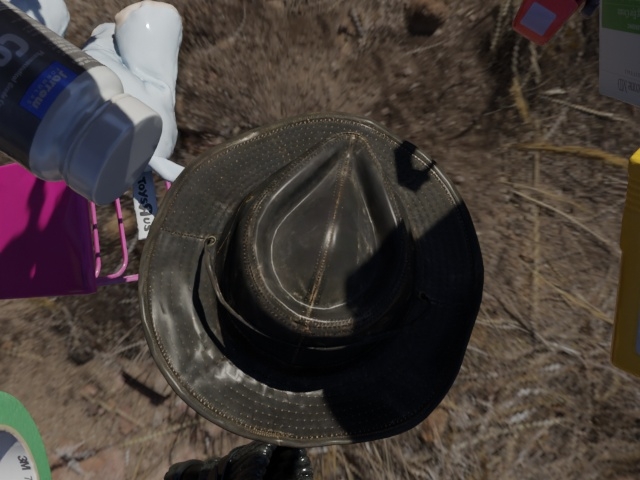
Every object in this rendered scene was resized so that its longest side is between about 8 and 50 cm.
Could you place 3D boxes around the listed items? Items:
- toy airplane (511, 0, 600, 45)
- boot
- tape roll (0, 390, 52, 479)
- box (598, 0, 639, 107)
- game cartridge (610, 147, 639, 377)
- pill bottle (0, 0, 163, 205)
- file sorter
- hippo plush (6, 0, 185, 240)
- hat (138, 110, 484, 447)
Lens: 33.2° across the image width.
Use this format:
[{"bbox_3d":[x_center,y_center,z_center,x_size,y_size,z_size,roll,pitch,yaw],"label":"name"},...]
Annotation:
[{"bbox_3d":[0.443,-0.505,1.612,0.386,0.272,0.384,-8,107,21],"label":"toy airplane"},{"bbox_3d":[-0.138,0.469,1.607,0.131,0.260,0.347,23,58,-42],"label":"boot"},{"bbox_3d":[-0.412,0.343,1.284,0.077,0.321,0.321,-6,94,7],"label":"tape roll"},{"bbox_3d":[0.215,-0.119,0.588,0.102,0.101,0.087,-5,105,-3],"label":"box"},{"bbox_3d":[0.469,0.073,1.214,0.053,0.285,0.323,-40,138,-32],"label":"game cartridge"},{"bbox_3d":[-0.167,-0.084,0.637,0.137,0.078,0.078,33,92,10],"label":"pill bottle"},{"bbox_3d":[-0.380,-0.022,1.656,0.291,0.182,0.202,-6,91,43],"label":"file sorter"},{"bbox_3d":[-0.293,-0.150,1.180,0.237,0.234,0.294,15,53,-38],"label":"hippo plush"},{"bbox_3d":[0.000,0.000,0.901,0.332,0.134,0.331,3,62,-5],"label":"hat"}]
